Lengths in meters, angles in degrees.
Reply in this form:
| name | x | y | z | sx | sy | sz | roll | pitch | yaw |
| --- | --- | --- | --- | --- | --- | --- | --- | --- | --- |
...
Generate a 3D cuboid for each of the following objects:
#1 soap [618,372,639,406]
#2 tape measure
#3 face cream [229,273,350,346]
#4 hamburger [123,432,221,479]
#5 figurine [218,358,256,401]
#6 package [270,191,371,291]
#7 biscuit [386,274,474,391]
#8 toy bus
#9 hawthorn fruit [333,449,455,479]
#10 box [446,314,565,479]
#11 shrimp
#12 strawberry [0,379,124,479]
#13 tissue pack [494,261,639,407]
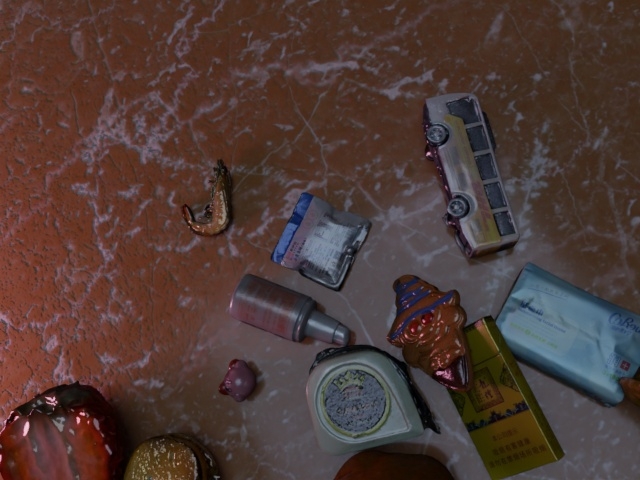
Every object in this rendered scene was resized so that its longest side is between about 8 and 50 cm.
| name | x | y | z | sx | sy | sz | roll | pitch | yaw |
| --- | --- | --- | --- | --- | --- | --- | --- | --- | --- |
| soap | 0.672 | 0.292 | 1.037 | 0.259 | 0.281 | 0.143 | 41 | 80 | -7 |
| tape measure | 0.095 | 0.299 | 1.268 | 0.235 | 0.115 | 0.207 | -15 | 80 | 3 |
| face cream | -0.056 | 0.155 | 1.331 | 0.252 | 0.101 | 0.101 | 19 | 82 | 14 |
| hamburger | -0.305 | 0.483 | 1.294 | 0.182 | 0.118 | 0.191 | 34 | 82 | 19 |
| figurine | -0.166 | 0.289 | 1.338 | 0.067 | 0.071 | 0.083 | 11 | 86 | -29 |
| package | 0.000 | 0.000 | 1.395 | 0.173 | 0.027 | 0.171 | 25 | 86 | 15 |
| biscuit | 0.211 | 0.176 | 1.258 | 0.183 | 0.043 | 0.280 | -49 | 44 | 26 |
| toy bus | 0.302 | -0.138 | 1.331 | 0.138 | 0.097 | 0.342 | -13 | 76 | 5 |
| hawthorn fruit | 0.122 | 0.510 | 1.112 | 0.268 | 0.301 | 0.267 | 4 | 102 | 18 |
| box | 0.323 | 0.296 | 1.218 | 0.153 | 0.041 | 0.279 | -40 | 69 | 41 |
| shrimp | -0.257 | -0.094 | 1.464 | 0.124 | 0.034 | 0.178 | -7 | 81 | 16 |
| strawberry | -0.503 | 0.463 | 1.330 | 0.265 | 0.149 | 0.336 | -19 | 85 | 8 |
| tissue pack | 0.473 | 0.176 | 1.232 | 0.263 | 0.089 | 0.177 | 28 | 83 | 15 |
